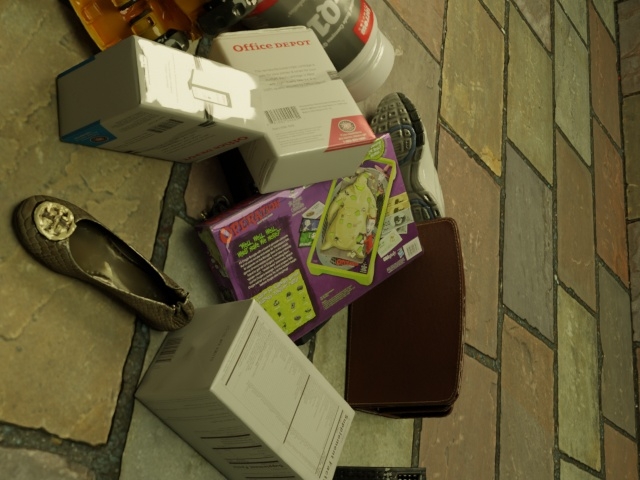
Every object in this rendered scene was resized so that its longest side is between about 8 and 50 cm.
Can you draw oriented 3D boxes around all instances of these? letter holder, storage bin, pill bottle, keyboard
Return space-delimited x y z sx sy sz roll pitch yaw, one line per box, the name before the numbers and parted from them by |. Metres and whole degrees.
letter holder | 0.175 0.134 1.274 0.152 0.214 0.302 26 60 -47
storage bin | 0.049 0.360 1.071 0.122 0.180 0.084 19 65 -49
pill bottle | -0.012 -0.348 1.201 0.283 0.161 0.161 35 54 -43
keyboard | -0.076 0.007 1.129 0.201 0.033 0.317 -35 108 -51

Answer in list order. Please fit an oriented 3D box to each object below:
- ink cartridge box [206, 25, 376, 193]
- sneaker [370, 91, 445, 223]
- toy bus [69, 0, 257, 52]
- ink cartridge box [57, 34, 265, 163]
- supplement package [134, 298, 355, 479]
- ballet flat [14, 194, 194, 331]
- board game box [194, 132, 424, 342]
ink cartridge box | -0.048 -0.186 1.058 0.158 0.092 0.218 -13 64 -28
sneaker | 0.171 -0.136 1.462 0.129 0.111 0.297 -36 114 -68
toy bus | -0.185 -0.329 0.977 0.149 0.220 0.211 56 8 -21
ink cartridge box | -0.188 -0.162 0.925 0.203 0.148 0.086 4 75 -53
supplement package | -0.087 0.209 0.969 0.244 0.134 0.139 53 43 -30
ballet flat | -0.237 0.029 0.880 0.250 0.058 0.084 44 49 -34
board game box | 0.000 0.000 1.108 0.347 0.056 0.208 -30 115 -34
